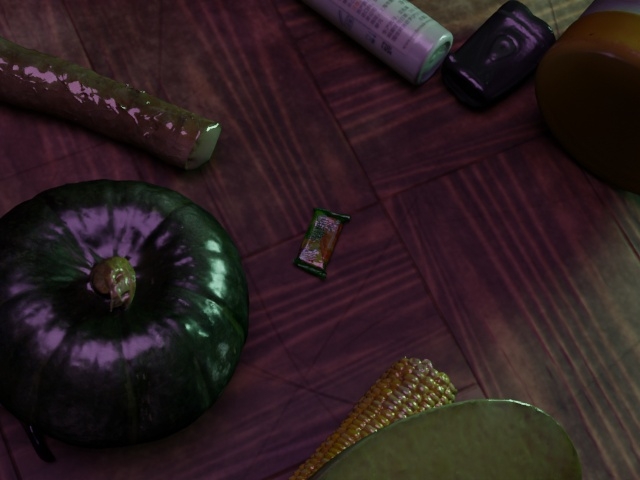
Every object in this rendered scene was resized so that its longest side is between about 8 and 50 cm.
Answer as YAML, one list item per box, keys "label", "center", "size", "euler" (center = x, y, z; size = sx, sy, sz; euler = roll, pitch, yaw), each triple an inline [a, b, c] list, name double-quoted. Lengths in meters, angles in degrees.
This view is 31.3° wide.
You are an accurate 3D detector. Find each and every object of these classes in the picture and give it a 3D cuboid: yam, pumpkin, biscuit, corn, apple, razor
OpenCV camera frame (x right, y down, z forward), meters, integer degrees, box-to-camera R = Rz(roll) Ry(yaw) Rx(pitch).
- label: "yam"
  center: [-0.290, -0.170, 1.371]
  size: [0.356, 0.081, 0.081]
  euler: [22, 67, 7]
- label: "pumpkin"
  center: [-0.223, 0.067, 1.189]
  size: [0.300, 0.207, 0.300]
  euler: [3, 61, -5]
- label: "biscuit"
  center: [0.000, 0.000, 1.343]
  size: [0.046, 0.016, 0.089]
  euler: [20, 66, 5]
- label: "corn"
  center: [0.046, 0.231, 1.201]
  size: [0.093, 0.093, 0.244]
  euler: [39, 69, 13]
- label: "apple"
  center: [0.119, 0.342, 1.044]
  size: [0.360, 0.320, 0.311]
  euler: [-33, 52, -29]
- label: "razor"
  center: [0.223, -0.231, 1.438]
  size: [0.090, 0.054, 0.148]
  euler: [42, 71, 15]

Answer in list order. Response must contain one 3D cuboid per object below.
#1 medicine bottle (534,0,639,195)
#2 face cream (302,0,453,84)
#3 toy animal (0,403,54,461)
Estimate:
- label: "medicine bottle"
  center: [0.409, -0.208, 1.338]
  size: [0.238, 0.238, 0.232]
  euler: [36, 68, 12]
- label: "face cream"
  center: [0.041, -0.304, 1.446]
  size: [0.269, 0.082, 0.082]
  euler: [39, 70, 14]
- label: "toy animal"
  center: [-0.454, 0.152, 1.211]
  size: [0.324, 0.090, 0.195]
  euler: [-4, 90, -11]
